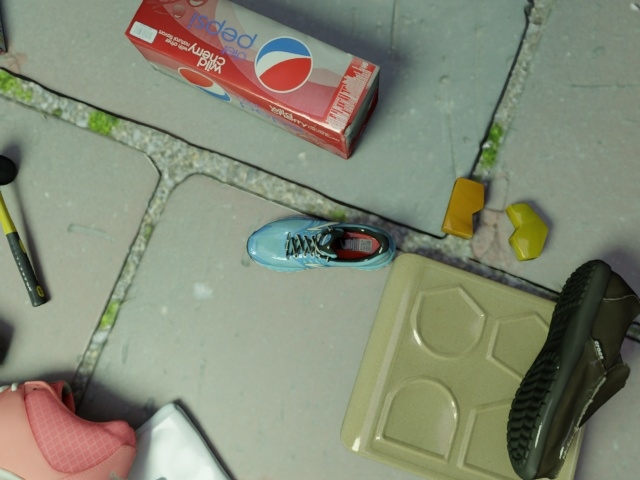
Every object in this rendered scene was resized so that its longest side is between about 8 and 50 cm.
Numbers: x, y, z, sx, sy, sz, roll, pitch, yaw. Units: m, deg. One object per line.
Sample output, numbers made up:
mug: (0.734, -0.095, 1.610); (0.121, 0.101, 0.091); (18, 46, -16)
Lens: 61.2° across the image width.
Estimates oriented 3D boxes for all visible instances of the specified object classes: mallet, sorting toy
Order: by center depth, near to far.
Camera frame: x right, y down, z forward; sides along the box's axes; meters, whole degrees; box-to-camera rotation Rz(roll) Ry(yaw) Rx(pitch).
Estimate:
sorting toy: (0.172, 0.100, 0.570); (0.229, 0.041, 0.307); (18, 78, 4)
mallet: (-0.356, -0.015, 0.629); (0.039, 0.062, 0.190); (-22, 97, 3)

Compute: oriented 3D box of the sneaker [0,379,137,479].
sneaker: (-0.333, 0.205, 0.575); (0.313, 0.116, 0.136); (17, 57, 14)

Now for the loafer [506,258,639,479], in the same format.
loafer: (0.245, 0.125, 0.501); (0.078, 0.080, 0.220); (27, 79, 6)

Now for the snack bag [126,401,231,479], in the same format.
snack bag: (-0.183, 0.387, 0.561); (0.323, 0.037, 0.343); (-36, 82, 0)

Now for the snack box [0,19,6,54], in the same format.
snack box: (-0.452, -0.289, 0.664); (0.100, 0.037, 0.141); (-14, 82, 4)

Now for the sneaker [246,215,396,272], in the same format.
sneaker: (0.000, 0.000, 0.574); (0.162, 0.073, 0.063); (-2, 83, 4)

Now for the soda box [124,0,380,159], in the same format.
soda box: (-0.069, -0.188, 0.593); (0.263, 0.092, 0.083); (27, 85, 8)
